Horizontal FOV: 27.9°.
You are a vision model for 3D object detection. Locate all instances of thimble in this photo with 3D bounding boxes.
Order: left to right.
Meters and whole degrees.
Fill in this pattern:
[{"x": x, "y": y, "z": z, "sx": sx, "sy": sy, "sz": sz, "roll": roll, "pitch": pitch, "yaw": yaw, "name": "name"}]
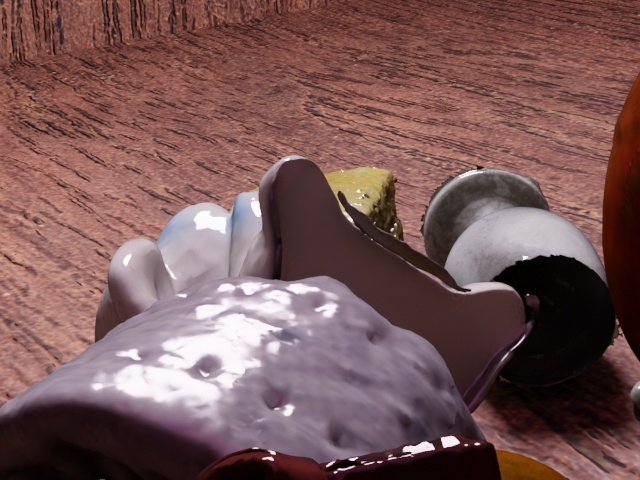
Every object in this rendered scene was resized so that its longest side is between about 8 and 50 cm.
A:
[{"x": -0.027, "y": 0.143, "z": 0.546, "sx": 0.217, "sy": 0.245, "sz": 0.157, "roll": -20, "pitch": 10, "yaw": 33, "name": "thimble"}]

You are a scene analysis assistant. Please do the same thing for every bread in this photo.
[{"x": 0.000, "y": 0.000, "z": 1.162, "sx": 0.138, "sy": 0.102, "sz": 0.196, "roll": 0, "pitch": 17, "yaw": 10, "name": "bread"}]

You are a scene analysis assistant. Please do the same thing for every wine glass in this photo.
[{"x": 0.151, "y": 0.024, "z": 1.012, "sx": 0.126, "sy": 0.126, "sz": 0.241, "roll": -6, "pitch": 16, "yaw": 0, "name": "wine glass"}]

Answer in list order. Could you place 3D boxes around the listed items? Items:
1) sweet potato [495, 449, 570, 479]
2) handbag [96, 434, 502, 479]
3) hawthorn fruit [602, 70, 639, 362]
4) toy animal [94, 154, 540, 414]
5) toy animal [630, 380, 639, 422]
[{"x": 0.083, "y": 0.162, "z": 0.662, "sx": 0.359, "sy": 0.112, "sz": 0.112, "roll": 1, "pitch": 20, "yaw": 14, "name": "sweet potato"}, {"x": -0.050, "y": 0.204, "z": 0.351, "sx": 0.260, "sy": 0.275, "sz": 0.084, "roll": -8, "pitch": -16, "yaw": -7, "name": "handbag"}, {"x": 0.290, "y": -0.009, "z": 0.638, "sx": 0.308, "sy": 0.325, "sz": 0.308, "roll": -9, "pitch": 50, "yaw": 11, "name": "hawthorn fruit"}, {"x": -0.020, "y": 0.070, "z": 0.830, "sx": 0.249, "sy": 0.174, "sz": 0.289, "roll": 27, "pitch": -16, "yaw": -5, "name": "toy animal"}, {"x": 0.321, "y": 0.083, "z": 0.841, "sx": 0.255, "sy": 0.090, "sz": 0.170, "roll": -15, "pitch": 39, "yaw": 0, "name": "toy animal"}]
